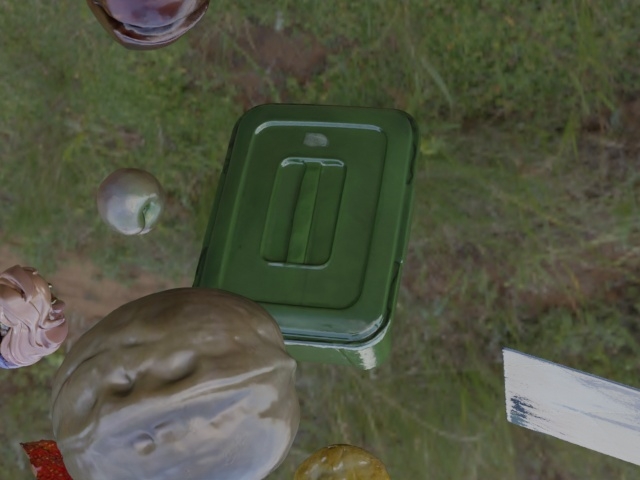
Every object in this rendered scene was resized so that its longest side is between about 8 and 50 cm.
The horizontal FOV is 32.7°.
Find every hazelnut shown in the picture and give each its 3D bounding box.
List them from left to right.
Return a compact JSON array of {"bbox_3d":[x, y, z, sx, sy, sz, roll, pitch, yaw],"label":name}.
[{"bbox_3d":[-0.233,-0.346,1.482,0.177,0.178,0.204,5,157,-6],"label":"hazelnut"}]

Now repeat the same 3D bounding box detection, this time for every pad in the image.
[{"bbox_3d":[0.267,0.176,1.125,0.163,0.004,0.243,16,158,18],"label":"pad"}]

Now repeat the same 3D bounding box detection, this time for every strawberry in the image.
[{"bbox_3d":[-0.314,0.322,1.386,0.187,0.082,0.146,56,158,-6],"label":"strawberry"}]

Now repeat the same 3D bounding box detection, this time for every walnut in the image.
[{"bbox_3d":[-0.091,0.102,0.683,0.162,0.140,0.140,-20,142,1],"label":"walnut"}]

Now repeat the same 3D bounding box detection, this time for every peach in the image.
[{"bbox_3d":[-0.225,-0.047,1.293,0.083,0.083,0.083,0,144,0],"label":"peach"}]

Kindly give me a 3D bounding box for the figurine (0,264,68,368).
[{"bbox_3d":[-0.373,0.095,1.389,0.114,0.126,0.157,38,137,-9],"label":"figurine"}]

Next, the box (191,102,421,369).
[{"bbox_3d":[0.000,0.000,1.389,0.252,0.329,0.178,4,156,17],"label":"box"}]

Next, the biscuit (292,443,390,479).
[{"bbox_3d":[0.017,0.307,0.973,0.118,0.247,0.029,-15,159,42],"label":"biscuit"}]
